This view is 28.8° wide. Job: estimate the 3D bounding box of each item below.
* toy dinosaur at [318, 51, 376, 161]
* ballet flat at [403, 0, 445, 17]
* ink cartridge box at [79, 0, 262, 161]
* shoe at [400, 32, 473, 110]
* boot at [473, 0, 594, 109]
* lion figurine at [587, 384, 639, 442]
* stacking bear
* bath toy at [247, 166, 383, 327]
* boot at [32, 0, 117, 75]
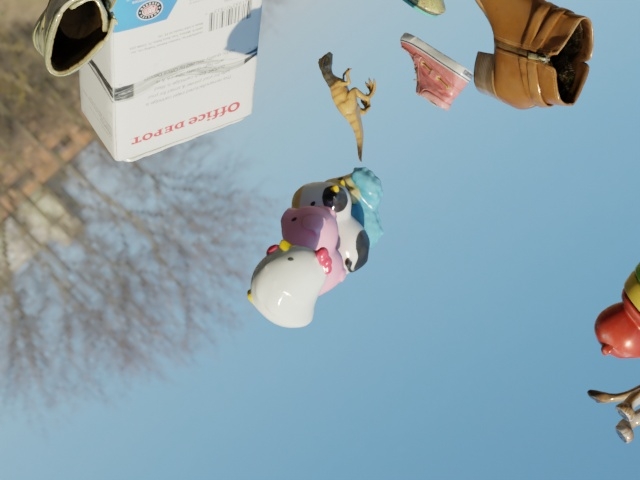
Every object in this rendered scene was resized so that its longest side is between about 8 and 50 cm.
[{"bbox_3d":[0.056,-0.246,2.305,0.112,0.211,0.064,-24,177,-35],"label":"toy dinosaur"},{"bbox_3d":[0.129,-0.563,2.408,0.123,0.348,0.123,-30,146,-23],"label":"ballet flat"},{"bbox_3d":[-0.264,-0.359,2.162,0.286,0.166,0.394,-22,147,-24],"label":"ink cartridge box"},{"bbox_3d":[0.178,-0.287,2.124,0.178,0.063,0.081,41,-79,43],"label":"shoe"},{"bbox_3d":[0.307,-0.331,1.818,0.220,0.109,0.283,-155,-110,-63],"label":"boot"},{"bbox_3d":[0.571,0.219,1.774,0.240,0.142,0.392,-40,-151,-9],"label":"lion figurine"},{"bbox_3d":[0.645,0.114,2.368,0.289,0.164,0.175,-46,-167,21],"label":"stacking bear"},{"bbox_3d":[0.000,0.000,1.809,0.129,0.151,0.348,-44,-177,28],"label":"bath toy"},{"bbox_3d":[-0.265,-0.295,1.462,0.213,0.077,0.165,-57,-158,7],"label":"boot"}]
